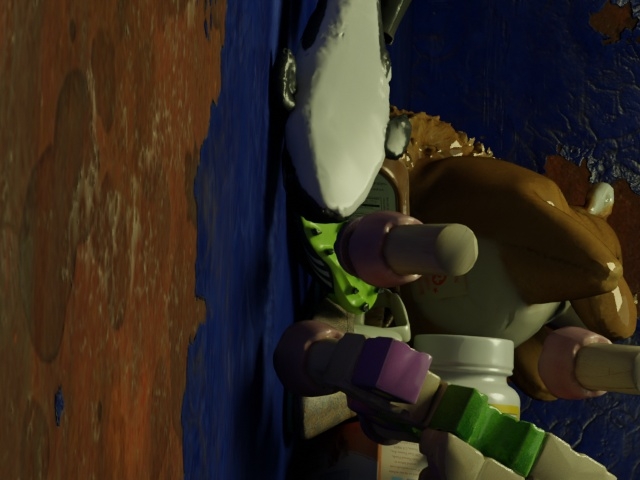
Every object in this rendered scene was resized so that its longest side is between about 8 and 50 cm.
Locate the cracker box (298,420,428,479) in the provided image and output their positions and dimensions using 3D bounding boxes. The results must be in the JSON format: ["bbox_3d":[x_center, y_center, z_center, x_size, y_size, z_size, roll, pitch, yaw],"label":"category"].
[{"bbox_3d":[0.037,0.293,1.776,0.156,0.067,0.232,-24,-120,58],"label":"cracker box"}]

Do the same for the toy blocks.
[{"bbox_3d":[0.076,0.162,1.581,0.260,0.288,0.309,1,-118,61],"label":"toy blocks"}]

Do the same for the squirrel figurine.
[{"bbox_3d":[0.200,-0.010,2.129,0.281,0.397,0.370,-54,159,25],"label":"squirrel figurine"}]

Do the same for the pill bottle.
[{"bbox_3d":[0.136,0.199,1.824,0.119,0.119,0.208,49,44,-81],"label":"pill bottle"}]

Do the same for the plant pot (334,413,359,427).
[{"bbox_3d":[0.072,0.266,1.960,0.188,0.167,0.187,70,22,-72],"label":"plant pot"}]

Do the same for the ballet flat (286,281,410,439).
[{"bbox_3d":[0.034,0.100,1.849,0.316,0.106,0.107,-75,165,-65],"label":"ballet flat"}]

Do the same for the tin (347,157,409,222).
[{"bbox_3d":[0.034,-0.025,1.812,0.189,0.106,0.040,84,10,-47],"label":"tin"}]

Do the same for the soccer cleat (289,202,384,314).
[{"bbox_3d":[0.000,0.000,1.763,0.060,0.072,0.179,-46,130,-27],"label":"soccer cleat"}]

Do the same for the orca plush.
[{"bbox_3d":[-0.010,-0.142,1.648,0.151,0.102,0.287,4,73,-40],"label":"orca plush"}]

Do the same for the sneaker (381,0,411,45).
[{"bbox_3d":[0.030,-0.255,1.780,0.118,0.083,0.222,-67,-158,-1],"label":"sneaker"}]
